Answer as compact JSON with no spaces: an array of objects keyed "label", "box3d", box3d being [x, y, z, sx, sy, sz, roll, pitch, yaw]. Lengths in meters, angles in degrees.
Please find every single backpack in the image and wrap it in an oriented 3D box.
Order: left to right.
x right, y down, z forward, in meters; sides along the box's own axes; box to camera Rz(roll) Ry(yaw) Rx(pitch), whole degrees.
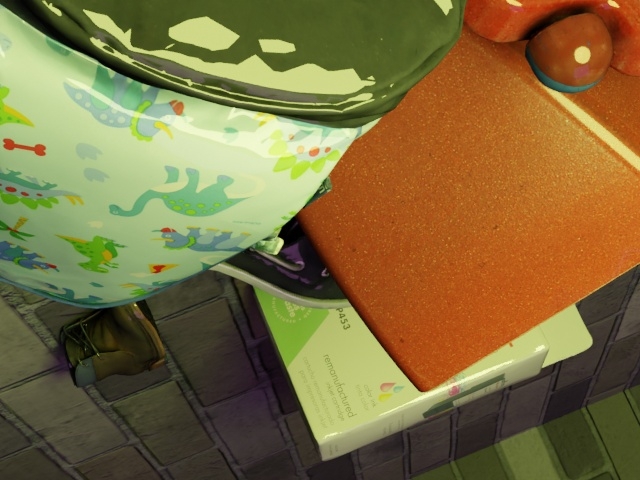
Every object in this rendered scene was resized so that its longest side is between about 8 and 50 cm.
[{"label":"backpack","box3d":[-0.124,-0.101,0.874,0.290,0.273,0.355,17,172,-26]}]

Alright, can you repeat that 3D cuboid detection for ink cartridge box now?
[{"label":"ink cartridge box","box3d":[0.123,0.087,1.674,0.353,0.207,0.119,-22,161,-6]}]

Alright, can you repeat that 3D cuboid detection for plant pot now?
[{"label":"plant pot","box3d":[0.101,-0.099,1.076,0.235,0.267,0.267,41,124,-20]}]

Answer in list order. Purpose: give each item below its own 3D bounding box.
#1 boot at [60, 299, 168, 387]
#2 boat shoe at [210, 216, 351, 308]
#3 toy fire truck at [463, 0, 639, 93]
[{"label":"boot","box3d":[-0.224,0.109,1.542,0.106,0.082,0.219,-23,162,-9]},{"label":"boat shoe","box3d":[-0.038,-0.014,1.312,0.302,0.114,0.091,9,146,-32]},{"label":"toy fire truck","box3d":[0.162,-0.212,0.909,0.302,0.254,0.169,-10,156,-31]}]
